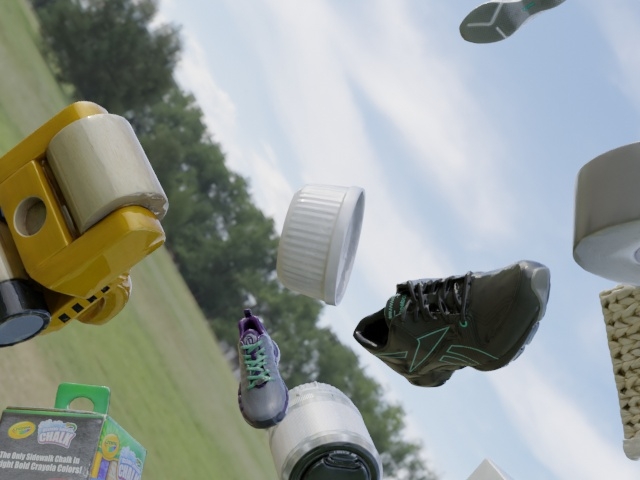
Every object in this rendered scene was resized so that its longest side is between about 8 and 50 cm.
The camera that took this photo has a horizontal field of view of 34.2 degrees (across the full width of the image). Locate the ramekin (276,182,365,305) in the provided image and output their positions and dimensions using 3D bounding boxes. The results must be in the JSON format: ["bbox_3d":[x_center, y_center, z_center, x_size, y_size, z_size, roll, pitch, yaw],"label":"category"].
[{"bbox_3d":[0.000,0.000,1.755,0.207,0.109,0.207,13,90,-82],"label":"ramekin"}]

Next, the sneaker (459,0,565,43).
[{"bbox_3d":[0.250,-0.295,1.344,0.061,0.152,0.053,-94,159,-81],"label":"sneaker"}]

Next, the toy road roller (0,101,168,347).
[{"bbox_3d":[-0.324,-0.004,1.392,0.202,0.329,0.240,61,17,23],"label":"toy road roller"}]

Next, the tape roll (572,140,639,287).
[{"bbox_3d":[0.331,-0.017,0.906,0.219,0.219,0.072,91,5,-73],"label":"tape roll"}]

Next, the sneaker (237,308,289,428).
[{"bbox_3d":[-0.107,0.205,1.672,0.223,0.083,0.098,-108,178,-59],"label":"sneaker"}]

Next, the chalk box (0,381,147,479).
[{"bbox_3d":[-0.287,0.266,1.168,0.132,0.132,0.213,67,29,-57],"label":"chalk box"}]

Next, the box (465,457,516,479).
[{"bbox_3d":[0.316,0.544,1.682,0.168,0.215,0.345,40,3,-18],"label":"box"}]

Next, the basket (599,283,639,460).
[{"bbox_3d":[0.632,0.153,1.488,0.331,0.328,0.266,145,-62,-62],"label":"basket"}]

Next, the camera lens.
[{"bbox_3d":[0.005,0.464,2.284,0.219,0.219,0.274,64,-1,-24],"label":"camera lens"}]

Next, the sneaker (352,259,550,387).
[{"bbox_3d":[0.129,0.083,1.061,0.106,0.101,0.267,26,-34,-16],"label":"sneaker"}]
